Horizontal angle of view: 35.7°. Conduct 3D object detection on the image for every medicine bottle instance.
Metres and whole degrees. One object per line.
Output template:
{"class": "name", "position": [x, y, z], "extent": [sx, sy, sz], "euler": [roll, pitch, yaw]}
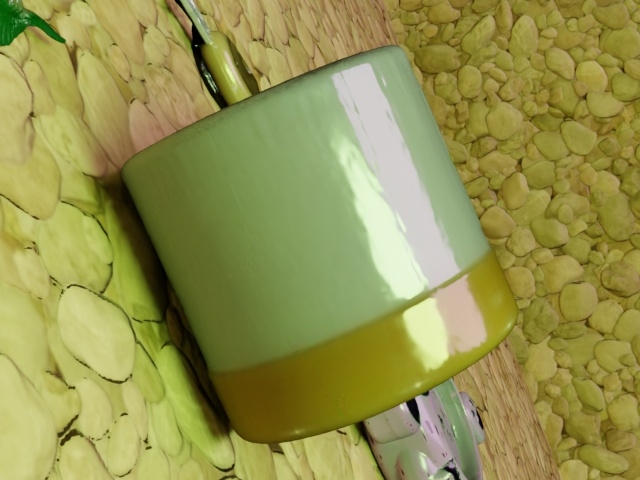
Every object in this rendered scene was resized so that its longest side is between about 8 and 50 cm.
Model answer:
{"class": "medicine bottle", "position": [0.000, 0.000, 0.759], "extent": [0.231, 0.238, 0.238], "euler": [67, 15, -4]}

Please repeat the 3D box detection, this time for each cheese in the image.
{"class": "cheese", "position": [-0.109, -0.197, 1.035], "extent": [0.086, 0.036, 0.162], "euler": [-96, 159, -49]}

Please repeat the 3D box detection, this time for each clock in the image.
{"class": "clock", "position": [0.121, 0.219, 1.168], "extent": [0.247, 0.090, 0.227], "euler": [59, 18, -28]}

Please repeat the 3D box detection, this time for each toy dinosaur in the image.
{"class": "toy dinosaur", "position": [-0.211, -0.154, 0.666], "extent": [0.119, 0.029, 0.060], "euler": [50, 39, -64]}
